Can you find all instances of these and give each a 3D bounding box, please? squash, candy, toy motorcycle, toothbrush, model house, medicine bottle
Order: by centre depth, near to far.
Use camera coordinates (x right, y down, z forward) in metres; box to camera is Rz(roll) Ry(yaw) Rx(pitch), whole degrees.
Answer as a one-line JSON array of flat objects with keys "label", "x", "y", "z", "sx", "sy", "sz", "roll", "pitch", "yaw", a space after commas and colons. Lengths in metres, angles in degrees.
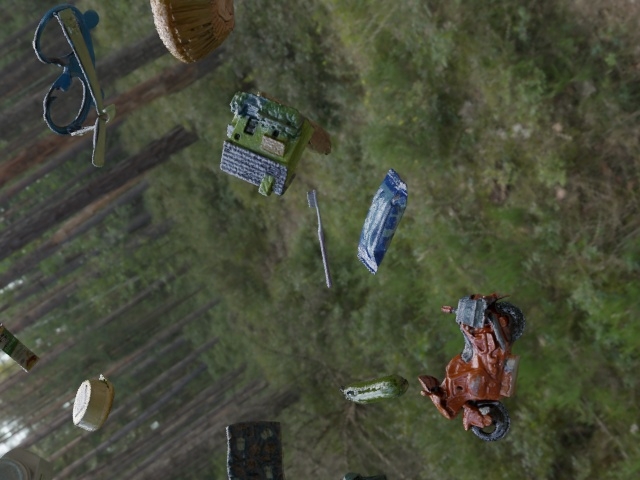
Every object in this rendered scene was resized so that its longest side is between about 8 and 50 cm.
[{"label": "squash", "x": 0.106, "y": 0.305, "z": 1.505, "sx": 0.183, "sy": 0.052, "sz": 0.052, "roll": -20, "pitch": 107, "yaw": 46}, {"label": "toy motorcycle", "x": 0.336, "y": 0.272, "z": 1.664, "sx": 0.221, "sy": 0.326, "sz": 0.147, "roll": 9, "pitch": 179, "yaw": 30}, {"label": "model house", "x": -0.149, "y": -0.231, "z": 1.816, "sx": 0.193, "sy": 0.212, "sz": 0.170, "roll": 23, "pitch": 179, "yaw": 9}, {"label": "medicine bottle", "x": -0.792, "y": 0.636, "z": 1.918, "sx": 0.124, "sy": 0.179, "sz": 0.324, "roll": 28, "pitch": 157, "yaw": 0}, {"label": "toothbrush", "x": 0.000, "y": 0.000, "z": 2.283, "sx": 0.024, "sy": 0.029, "sz": 0.354, "roll": -99, "pitch": -1, "yaw": -58}, {"label": "candy", "x": 0.200, "y": -0.062, "z": 2.429, "sx": 0.077, "sy": 0.331, "sz": 0.187, "roll": 15, "pitch": -162, "yaw": -21}]

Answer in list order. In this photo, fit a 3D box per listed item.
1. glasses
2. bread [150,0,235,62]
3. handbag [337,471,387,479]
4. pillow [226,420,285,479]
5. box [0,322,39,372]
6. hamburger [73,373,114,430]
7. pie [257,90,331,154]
[{"label": "glasses", "x": -0.373, "y": -0.221, "z": 1.129, "sx": 0.239, "sy": 0.102, "sz": 0.207, "roll": 102, "pitch": 153, "yaw": -45}, {"label": "bread", "x": -0.265, "y": -0.481, "z": 1.521, "sx": 0.240, "sy": 0.139, "sz": 0.240, "roll": -3, "pitch": -90, "yaw": -83}, {"label": "handbag", "x": 0.010, "y": 0.646, "z": 1.631, "sx": 0.089, "sy": 0.326, "sz": 0.239, "roll": -78, "pitch": -22, "yaw": -78}, {"label": "pillow", "x": -0.206, "y": 0.712, "z": 2.381, "sx": 0.034, "sy": 0.188, "sz": 0.256, "roll": 133, "pitch": 134, "yaw": -67}, {"label": "box", "x": -0.820, "y": 0.282, "z": 1.967, "sx": 0.041, "sy": 0.050, "sz": 0.207, "roll": 26, "pitch": 154, "yaw": 25}, {"label": "hamburger", "x": -0.554, "y": 0.399, "z": 1.823, "sx": 0.081, "sy": 0.127, "sz": 0.141, "roll": 20, "pitch": -157, "yaw": -31}, {"label": "pie", "x": -0.089, "y": -0.342, "z": 2.187, "sx": 0.282, "sy": 0.068, "sz": 0.129, "roll": 30, "pitch": -138, "yaw": -30}]
